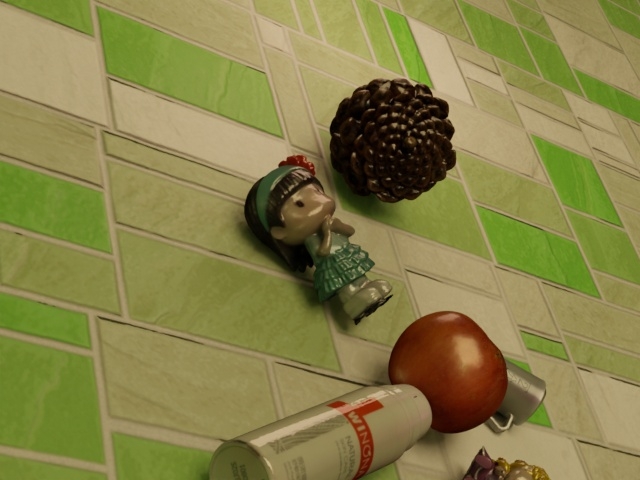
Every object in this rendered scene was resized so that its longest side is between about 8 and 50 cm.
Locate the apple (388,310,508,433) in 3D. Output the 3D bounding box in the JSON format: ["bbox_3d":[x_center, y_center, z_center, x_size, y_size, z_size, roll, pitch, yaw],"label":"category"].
[{"bbox_3d":[0.165,0.175,1.739,0.139,0.163,0.163,-43,84,-18],"label":"apple"}]

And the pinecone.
[{"bbox_3d":[0.106,-0.160,2.049,0.207,0.208,0.208,28,35,-22],"label":"pinecone"}]

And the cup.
[{"bbox_3d":[0.251,0.215,1.871,0.116,0.074,0.104,33,61,-7],"label":"cup"}]

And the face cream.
[{"bbox_3d":[0.017,0.238,1.550,0.345,0.102,0.102,-14,62,-51],"label":"face cream"}]

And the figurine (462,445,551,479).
[{"bbox_3d":[0.261,0.333,1.717,0.156,0.095,0.115,29,9,12],"label":"figurine"}]

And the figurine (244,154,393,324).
[{"bbox_3d":[0.000,0.000,1.815,0.245,0.110,0.138,51,31,5],"label":"figurine"}]
